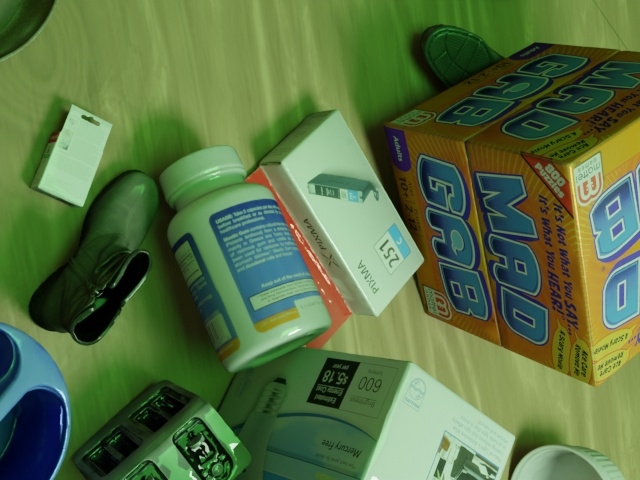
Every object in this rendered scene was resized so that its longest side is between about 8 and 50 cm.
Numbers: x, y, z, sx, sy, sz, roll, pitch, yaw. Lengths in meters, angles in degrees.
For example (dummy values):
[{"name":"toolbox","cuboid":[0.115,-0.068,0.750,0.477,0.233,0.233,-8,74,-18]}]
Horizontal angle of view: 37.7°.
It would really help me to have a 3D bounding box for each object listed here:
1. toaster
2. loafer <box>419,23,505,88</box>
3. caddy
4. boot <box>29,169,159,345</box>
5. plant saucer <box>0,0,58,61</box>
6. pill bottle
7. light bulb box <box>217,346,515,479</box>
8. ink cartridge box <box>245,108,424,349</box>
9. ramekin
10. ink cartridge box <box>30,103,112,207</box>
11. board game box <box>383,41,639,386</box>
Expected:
[{"name":"toaster","cuboid":[-0.203,0.275,1.184,0.168,0.186,0.110,-39,112,-22]},{"name":"loafer","cuboid":[0.263,-0.296,1.599,0.267,0.084,0.096,21,110,-33]},{"name":"caddy","cuboid":[-0.431,0.231,0.994,0.341,0.179,0.241,-46,118,-28]},{"name":"boot","cuboid":[-0.243,0.020,1.144,0.083,0.161,0.246,43,66,-30]},{"name":"plant saucer","cuboid":[-0.440,-0.331,1.032,0.310,0.050,0.310,7,79,-37]},{"name":"pill bottle","cuboid":[-0.106,0.020,1.217,0.152,0.152,0.272,-15,75,-37]},{"name":"light bulb box","cuboid":[0.003,0.349,1.222,0.225,0.358,0.361,37,68,-30]},{"name":"ink cartridge box","cuboid":[0.000,0.000,1.396,0.261,0.066,0.296,-46,117,-29]},{"name":"ramekin","cuboid":[0.453,0.466,1.679,0.109,0.207,0.207,5,88,-47]},{"name":"ink cartridge box","cuboid":[-0.310,-0.106,1.174,0.063,0.029,0.115,27,74,-35]},{"name":"board game box","cuboid":[0.373,-0.065,1.445,0.356,0.356,0.356,-31,120,-28]}]
